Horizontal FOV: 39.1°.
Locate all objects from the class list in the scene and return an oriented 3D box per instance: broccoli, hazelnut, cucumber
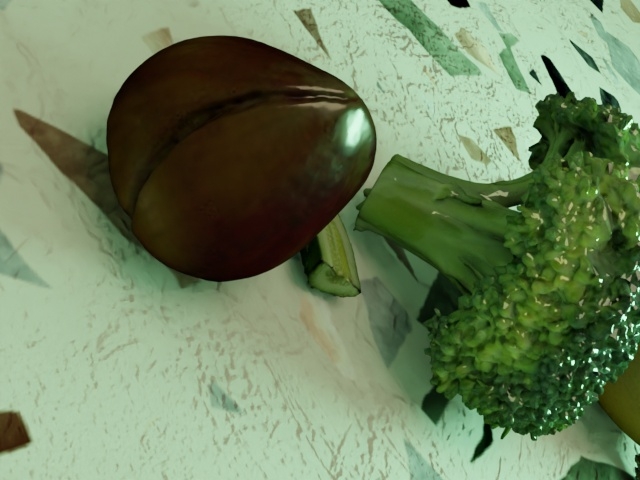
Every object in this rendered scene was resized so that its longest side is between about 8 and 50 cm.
[{"bbox_3d":[0.212,-0.008,0.867,0.302,0.249,0.375,36,64,-18],"label":"broccoli"},{"bbox_3d":[-0.054,-0.071,0.690,0.208,0.208,0.208,28,44,-32],"label":"hazelnut"},{"bbox_3d":[0.000,0.000,0.839,0.067,0.035,0.107,35,32,-41],"label":"cucumber"}]

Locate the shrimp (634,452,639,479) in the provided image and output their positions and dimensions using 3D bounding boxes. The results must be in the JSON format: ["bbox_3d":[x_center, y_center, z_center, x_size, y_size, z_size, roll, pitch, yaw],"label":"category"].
[{"bbox_3d":[0.391,0.332,1.017,0.101,0.042,0.190,13,54,-33],"label":"shrimp"}]

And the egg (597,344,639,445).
[{"bbox_3d":[0.425,0.119,1.041,0.250,0.250,0.322,-26,87,-53],"label":"egg"}]
